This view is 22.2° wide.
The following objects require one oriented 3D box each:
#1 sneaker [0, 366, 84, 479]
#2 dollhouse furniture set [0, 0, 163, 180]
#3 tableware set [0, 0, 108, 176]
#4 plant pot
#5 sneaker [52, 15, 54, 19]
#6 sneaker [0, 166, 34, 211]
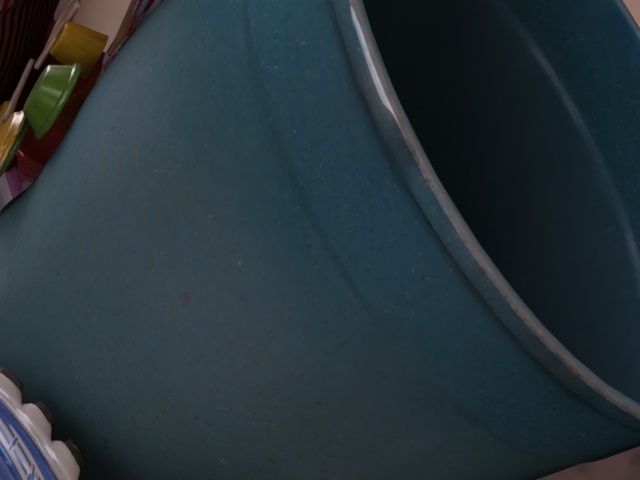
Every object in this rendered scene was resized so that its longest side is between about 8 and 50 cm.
[{"bbox_3d":[-0.150,0.194,0.634,0.130,0.147,0.330,-24,79,55],"label":"sneaker"},{"bbox_3d":[-0.080,-0.214,0.910,0.201,0.152,0.374,-58,8,44],"label":"dollhouse furniture set"},{"bbox_3d":[-0.139,-0.046,0.754,0.154,0.024,0.104,-46,22,39],"label":"tableware set"},{"bbox_3d":[0.000,0.000,0.694,0.255,0.271,0.272,-29,50,31],"label":"plant pot"},{"bbox_3d":[-0.233,-0.111,0.941,0.087,0.130,0.227,-5,29,35],"label":"sneaker"},{"bbox_3d":[-0.246,-0.033,0.957,0.236,0.104,0.095,-5,102,10],"label":"sneaker"}]
